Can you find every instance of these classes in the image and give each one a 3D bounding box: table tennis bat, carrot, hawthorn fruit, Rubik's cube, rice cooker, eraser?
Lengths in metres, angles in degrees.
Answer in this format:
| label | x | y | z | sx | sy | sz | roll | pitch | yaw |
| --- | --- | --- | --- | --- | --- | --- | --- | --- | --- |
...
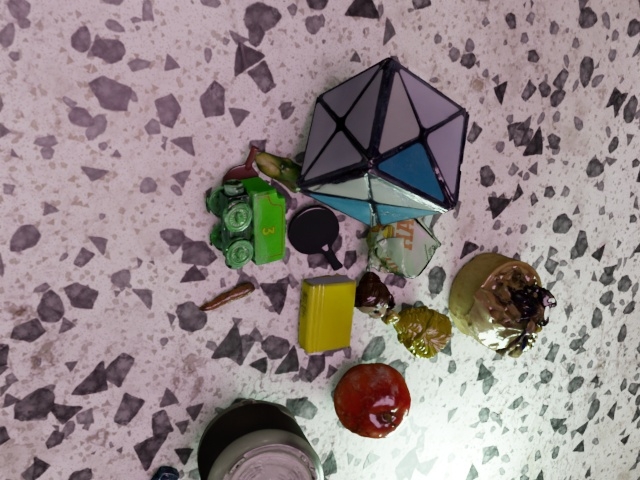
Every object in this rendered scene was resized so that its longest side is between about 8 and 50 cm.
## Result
| label | x | y | z | sx | sy | sz | roll | pitch | yaw |
| --- | --- | --- | --- | --- | --- | --- | --- | --- | --- |
| table tennis bat | 0.000 | 0.000 | 1.732 | 0.150 | 0.027 | 0.236 | -34 | 124 | -1 |
| table tennis bat | -0.196 | -0.173 | 1.569 | 0.098 | 0.019 | 0.155 | 14 | 111 | -29 |
| carrot | -0.253 | 0.155 | 1.643 | 0.165 | 0.035 | 0.036 | -23 | 115 | -20 |
| hawthorn fruit | 0.176 | 0.505 | 1.852 | 0.242 | 0.271 | 0.242 | -5 | 102 | -25 |
| Rubik's cube | 0.163 | -0.227 | 1.552 | 0.305 | 0.307 | 0.310 | 25 | 68 | -33 |
| rice cooker | -0.173 | 0.626 | 1.658 | 0.335 | 0.325 | 0.335 | -2 | 96 | -18 |
| eraser | 0.018 | 0.215 | 1.793 | 0.158 | 0.069 | 0.226 | -2 | 105 | -28 |

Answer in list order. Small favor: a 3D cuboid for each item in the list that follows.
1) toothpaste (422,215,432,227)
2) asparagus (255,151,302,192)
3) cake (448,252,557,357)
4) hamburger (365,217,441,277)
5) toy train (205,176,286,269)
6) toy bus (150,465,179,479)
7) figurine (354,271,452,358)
| label | x | y | z | sx | sy | sz | roll | pitch | yaw |
| --- | --- | --- | --- | --- | --- | --- | --- | --- | --- |
| toothpaste | 0.310 | -0.002 | 1.892 | 0.052 | 0.033 | 0.218 | -10 | 124 | -47 |
| asparagus | -0.034 | -0.159 | 1.647 | 0.343 | 0.085 | 0.082 | 23 | 117 | -35 |
| cake | 0.634 | 0.224 | 2.001 | 0.332 | 0.321 | 0.332 | -9 | 110 | -25 |
| hamburger | 0.221 | 0.018 | 1.801 | 0.214 | 0.125 | 0.235 | 41 | 81 | -4 |
| toy train | -0.184 | -0.045 | 1.558 | 0.188 | 0.132 | 0.243 | -16 | 122 | -28 |
| toy bus | -0.459 | 0.709 | 1.685 | 0.065 | 0.047 | 0.166 | 33 | 88 | -29 |
| figurine | 0.228 | 0.233 | 1.873 | 0.315 | 0.187 | 0.168 | 30 | 91 | -25 |
